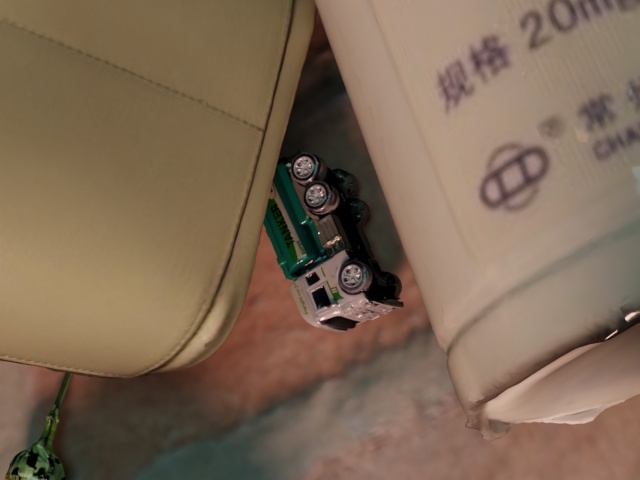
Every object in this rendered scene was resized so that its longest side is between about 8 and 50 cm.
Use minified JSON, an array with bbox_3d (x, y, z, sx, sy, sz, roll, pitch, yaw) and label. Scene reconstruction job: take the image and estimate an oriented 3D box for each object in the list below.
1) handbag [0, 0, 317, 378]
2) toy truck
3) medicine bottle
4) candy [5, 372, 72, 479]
[{"bbox_3d":[-0.157,-0.083,0.442,0.109,0.315,0.241,-7,66,54],"label":"handbag"},{"bbox_3d":[0.000,0.000,0.515,0.044,0.039,0.083,-31,67,20],"label":"toy truck"},{"bbox_3d":[0.089,-0.115,0.448,0.189,0.190,0.332,-21,70,6],"label":"medicine bottle"},{"bbox_3d":[-0.116,0.077,0.529,0.023,0.025,0.083,28,68,-24],"label":"candy"}]
